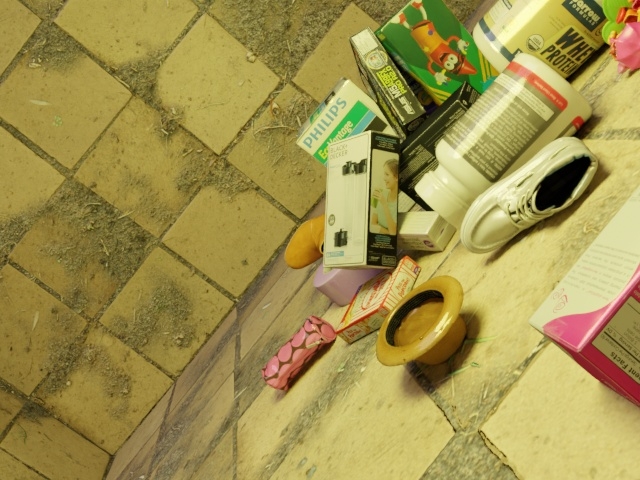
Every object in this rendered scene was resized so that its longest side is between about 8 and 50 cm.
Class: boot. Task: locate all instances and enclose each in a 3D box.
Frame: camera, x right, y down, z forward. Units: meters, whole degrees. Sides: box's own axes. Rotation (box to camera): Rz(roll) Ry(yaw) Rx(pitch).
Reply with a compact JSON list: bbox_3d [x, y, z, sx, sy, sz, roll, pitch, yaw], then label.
[{"bbox_3d":[0.001,0.000,1.819,0.295,0.104,0.211,-44,11,16],"label":"boot"},{"bbox_3d":[0.331,-0.064,1.098,0.258,0.095,0.123,-47,4,18],"label":"boot"}]

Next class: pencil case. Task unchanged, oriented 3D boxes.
[{"bbox_3d":[-0.056,0.279,1.648,0.209,0.095,0.098,-51,25,17],"label":"pencil case"}]

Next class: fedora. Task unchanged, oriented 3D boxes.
[{"bbox_3d":[0.176,0.146,1.098,0.194,0.079,0.194,-44,16,16],"label":"fedora"}]

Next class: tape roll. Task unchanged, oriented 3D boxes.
[{"bbox_3d":[0.100,0.040,1.795,0.275,0.090,0.275,-48,11,12],"label":"tape roll"}]

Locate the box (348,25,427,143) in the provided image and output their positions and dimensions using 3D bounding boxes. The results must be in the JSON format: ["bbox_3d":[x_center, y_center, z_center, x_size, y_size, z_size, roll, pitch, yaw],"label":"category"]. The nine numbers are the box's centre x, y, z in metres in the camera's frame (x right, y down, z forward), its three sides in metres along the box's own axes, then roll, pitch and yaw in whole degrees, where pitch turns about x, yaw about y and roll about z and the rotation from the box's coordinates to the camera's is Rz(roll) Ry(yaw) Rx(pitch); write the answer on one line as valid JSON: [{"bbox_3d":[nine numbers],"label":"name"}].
[{"bbox_3d":[0.171,-0.351,1.633,0.060,0.270,0.216,-30,-19,3],"label":"box"}]

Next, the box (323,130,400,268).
[{"bbox_3d":[0.089,-0.082,1.497,0.169,0.087,0.290,-5,80,57],"label":"box"}]

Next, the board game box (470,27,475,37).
[{"bbox_3d":[0.555,-0.599,1.885,0.232,0.141,0.291,-47,10,24],"label":"board game box"}]

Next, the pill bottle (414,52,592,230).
[{"bbox_3d":[0.330,-0.174,1.267,0.318,0.176,0.176,-49,10,14],"label":"pill bottle"}]

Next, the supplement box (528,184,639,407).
[{"bbox_3d":[0.333,0.042,0.671,0.220,0.114,0.111,-50,11,2],"label":"supplement box"}]

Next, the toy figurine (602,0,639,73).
[{"bbox_3d":[0.551,-0.360,1.198,0.173,0.130,0.159,103,-172,-59],"label":"toy figurine"}]

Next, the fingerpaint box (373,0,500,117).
[{"bbox_3d":[0.290,-0.427,1.761,0.163,0.371,0.445,-42,11,3],"label":"fingerpaint box"}]

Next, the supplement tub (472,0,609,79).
[{"bbox_3d":[0.507,-0.484,1.430,0.316,0.228,0.228,-46,11,31],"label":"supplement tub"}]

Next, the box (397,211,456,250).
[{"bbox_3d":[0.163,-0.022,1.536,0.324,0.063,0.067,1,53,55],"label":"box"}]

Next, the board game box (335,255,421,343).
[{"bbox_3d":[0.124,0.132,1.474,0.193,0.045,0.147,-39,16,50],"label":"board game box"}]

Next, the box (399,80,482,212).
[{"bbox_3d":[0.289,-0.188,1.487,0.261,0.184,0.103,-42,11,42],"label":"box"}]

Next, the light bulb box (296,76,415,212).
[{"bbox_3d":[0.137,-0.274,1.961,0.225,0.361,0.358,-50,10,11],"label":"light bulb box"}]
